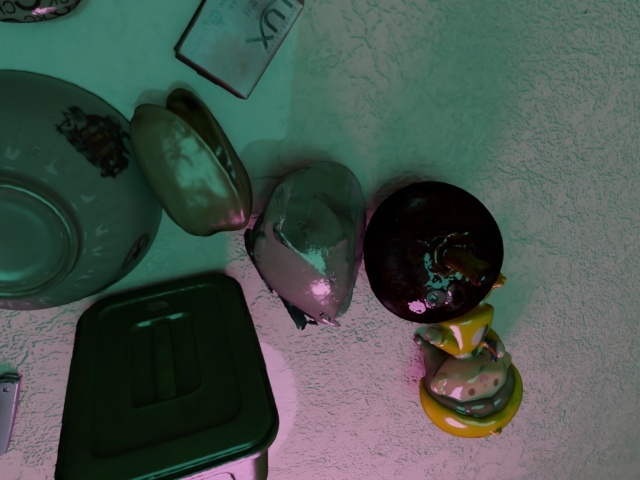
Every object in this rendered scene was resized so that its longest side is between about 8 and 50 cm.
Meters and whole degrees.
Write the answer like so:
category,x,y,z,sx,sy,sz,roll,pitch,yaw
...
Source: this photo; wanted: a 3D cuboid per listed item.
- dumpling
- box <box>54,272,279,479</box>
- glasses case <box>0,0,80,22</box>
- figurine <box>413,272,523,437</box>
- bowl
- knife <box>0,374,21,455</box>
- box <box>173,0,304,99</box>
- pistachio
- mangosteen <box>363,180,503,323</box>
category,x,y,z,sx,sy,sz,roll,pitch,yaw
dumpling,-0.017,0.006,0.725,0.163,0.204,0.293,-7,134,19
box,-0.203,0.218,0.656,0.252,0.329,0.178,-13,130,-12
glasses case,-0.344,-0.404,0.437,0.137,0.085,0.355,-13,117,-13
figurine,0.305,0.237,0.925,0.215,0.187,0.344,-8,111,-6
bowl,-0.373,-0.027,0.564,0.337,0.157,0.337,-7,116,-16
knife,-0.516,0.284,0.733,0.044,0.023,0.162,15,108,-21
box,-0.108,-0.277,0.599,0.111,0.060,0.156,27,103,-30
pistachio,-0.168,-0.098,0.621,0.129,0.131,0.206,-53,130,-43
mangosteen,0.186,0.023,0.723,0.235,0.261,0.235,-1,95,-10
